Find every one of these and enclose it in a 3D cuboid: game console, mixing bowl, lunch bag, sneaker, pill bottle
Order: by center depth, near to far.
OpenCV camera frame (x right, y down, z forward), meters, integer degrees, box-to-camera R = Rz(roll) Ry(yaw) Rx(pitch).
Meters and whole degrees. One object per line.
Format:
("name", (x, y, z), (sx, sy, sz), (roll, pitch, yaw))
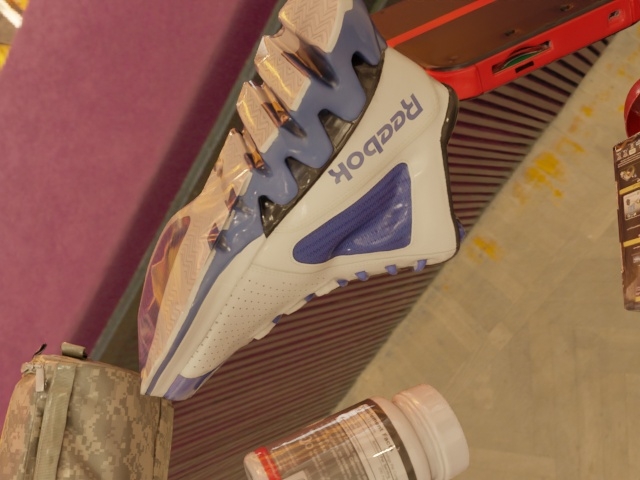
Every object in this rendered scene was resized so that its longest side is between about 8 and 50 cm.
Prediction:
("sneaker", (0.001, -0.001, 0.470), (0.315, 0.182, 0.127), (-57, 29, 22))
("lunch bag", (-0.326, 0.312, 0.880), (0.212, 0.256, 0.305), (3, 68, -2))
("pill bottle", (0.051, 0.317, 0.914), (0.161, 0.283, 0.161), (56, 158, 37))
("game console", (0.284, -0.367, 1.078), (0.342, 0.386, 0.060), (55, 168, 53))
("mixing bowl", (0.675, -0.269, 1.290), (0.181, 0.098, 0.181), (-1, 126, -1))

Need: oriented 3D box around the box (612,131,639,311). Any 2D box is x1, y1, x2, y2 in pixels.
("box", (0.638, -0.066, 1.017), (0.395, 0.097, 0.318), (145, 131, -66))
